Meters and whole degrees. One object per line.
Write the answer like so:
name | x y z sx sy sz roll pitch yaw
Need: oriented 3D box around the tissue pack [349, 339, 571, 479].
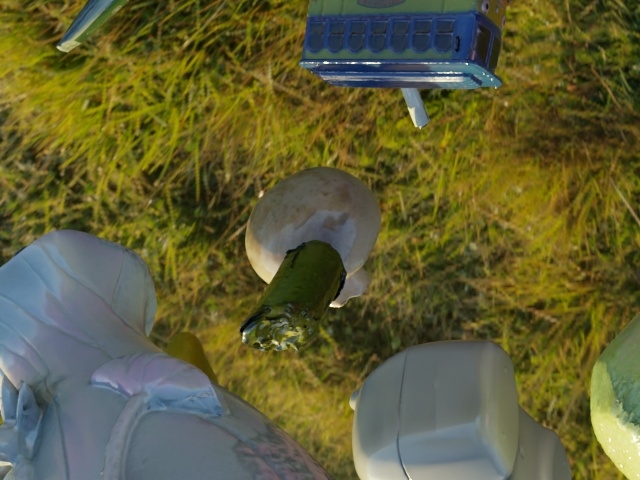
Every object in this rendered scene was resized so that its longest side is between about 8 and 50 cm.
tissue pack | 0.183 0.303 1.292 0.236 0.229 0.333 -18 127 26

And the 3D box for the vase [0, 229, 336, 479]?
vase | -0.126 0.182 0.701 0.250 0.445 0.250 -22 135 -24

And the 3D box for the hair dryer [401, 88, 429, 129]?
hair dryer | 0.173 -0.326 1.931 0.073 0.131 0.236 -24 115 -8

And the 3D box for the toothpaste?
toothpaste | -0.299 -0.461 1.574 0.061 0.099 0.392 43 95 -7

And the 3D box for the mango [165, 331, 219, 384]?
mango | -0.233 0.259 1.684 0.085 0.122 0.191 -24 85 26

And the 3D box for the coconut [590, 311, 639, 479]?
coconut | 0.412 0.167 1.013 0.236 0.236 0.204 -9 135 15

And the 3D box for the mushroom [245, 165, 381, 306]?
mushroom | 0.000 0.000 2.008 0.297 0.297 0.290 -18 138 19

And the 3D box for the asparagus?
asparagus | -0.043 0.108 1.633 0.108 0.382 0.128 -20 103 18

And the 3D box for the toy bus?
toy bus | 0.126 -0.316 1.409 0.287 0.138 0.175 6 87 29
